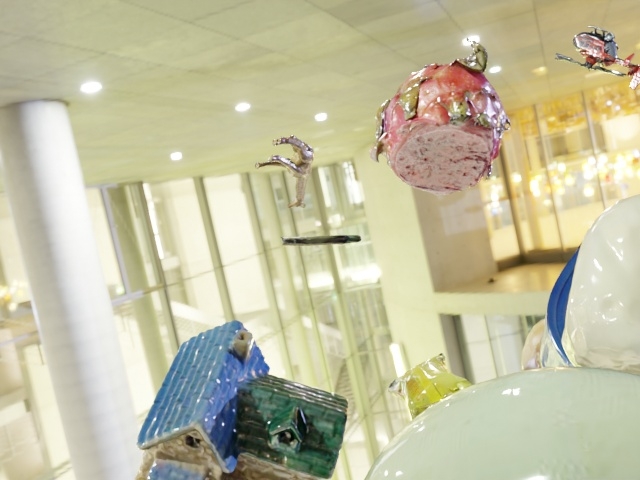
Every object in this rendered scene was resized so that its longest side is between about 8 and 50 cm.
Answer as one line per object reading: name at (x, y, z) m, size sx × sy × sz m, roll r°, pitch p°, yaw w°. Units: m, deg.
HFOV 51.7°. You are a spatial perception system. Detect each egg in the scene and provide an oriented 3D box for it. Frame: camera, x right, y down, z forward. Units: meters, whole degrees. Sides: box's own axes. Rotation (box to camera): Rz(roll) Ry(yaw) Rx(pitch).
egg at (0.139, 0.195, 0.430) m, size 0.218 × 0.218 × 0.295 m, roll -15°, pitch 145°, yaw -42°

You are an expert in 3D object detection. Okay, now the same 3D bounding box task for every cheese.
cheese at (0.339, 0.055, 0.602) m, size 0.251 × 0.174 × 0.247 m, roll 3°, pitch 166°, yaw 45°

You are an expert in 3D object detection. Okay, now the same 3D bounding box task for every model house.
model house at (-0.181, 0.447, 1.539) m, size 0.445 × 0.400 × 0.395 m, roll 20°, pitch -148°, yaw 0°

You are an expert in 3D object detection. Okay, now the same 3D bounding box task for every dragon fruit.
dragon fruit at (0.188, -0.170, 1.048) m, size 0.211 × 0.147 × 0.282 m, roll 21°, pitch 148°, yaw 3°

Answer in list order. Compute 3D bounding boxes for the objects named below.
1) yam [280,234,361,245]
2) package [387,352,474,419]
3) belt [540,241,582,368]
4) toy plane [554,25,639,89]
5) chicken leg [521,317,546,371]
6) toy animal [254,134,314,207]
yam at (0.000, 0.000, 0.861) m, size 0.107 × 0.014 × 0.014 m, roll -2°, pitch -175°, yaw 8°
package at (0.246, 0.338, 1.509) m, size 0.168 × 0.090 × 0.226 m, roll -31°, pitch -171°, yaw -1°
belt at (0.433, 0.074, 0.848) m, size 0.347 × 0.117 × 0.212 m, roll -42°, pitch -122°, yaw -16°
toy plane at (0.419, -0.271, 0.975) m, size 0.145 × 0.060 × 0.037 m, roll 41°, pitch -172°, yaw 36°
chicken leg at (0.505, 0.248, 1.079) m, size 0.182 × 0.295 × 0.409 m, roll -24°, pitch 175°, yaw -18°
toy animal at (-0.069, -0.181, 1.745) m, size 0.149 × 0.054 × 0.275 m, roll -36°, pitch 147°, yaw 2°
